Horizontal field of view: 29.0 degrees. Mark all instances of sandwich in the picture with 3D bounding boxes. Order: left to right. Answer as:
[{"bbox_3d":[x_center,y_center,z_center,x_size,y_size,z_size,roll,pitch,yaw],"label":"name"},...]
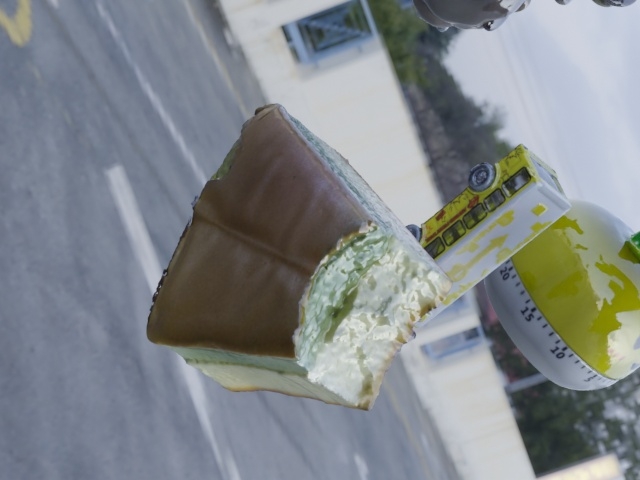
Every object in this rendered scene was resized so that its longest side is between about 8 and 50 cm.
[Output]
[{"bbox_3d":[0.000,0.000,0.894,0.108,0.186,0.220,40,62,-40],"label":"sandwich"}]

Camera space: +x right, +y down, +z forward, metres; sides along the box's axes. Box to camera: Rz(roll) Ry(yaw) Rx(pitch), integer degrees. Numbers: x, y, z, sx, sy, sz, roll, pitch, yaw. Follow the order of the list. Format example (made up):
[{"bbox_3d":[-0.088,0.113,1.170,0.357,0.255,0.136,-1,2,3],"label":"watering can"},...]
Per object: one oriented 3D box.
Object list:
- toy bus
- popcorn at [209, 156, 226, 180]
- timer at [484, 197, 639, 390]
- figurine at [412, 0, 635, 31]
[{"bbox_3d":[0.152,-0.005,1.313,0.081,0.226,0.074,34,25,-42],"label":"toy bus"},{"bbox_3d":[-0.050,-0.040,1.514,0.189,0.169,0.218,44,-3,2],"label":"popcorn"},{"bbox_3d":[0.390,0.045,1.698,0.285,0.285,0.285,-19,90,-85],"label":"timer"},{"bbox_3d":[0.267,-0.390,1.680,0.380,0.203,0.248,16,-62,41],"label":"figurine"}]
